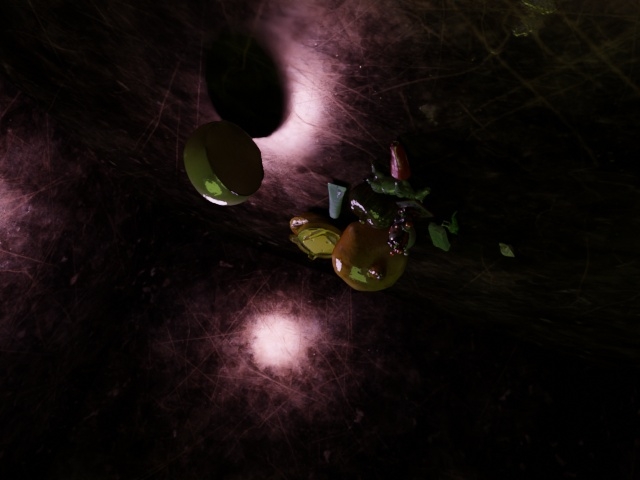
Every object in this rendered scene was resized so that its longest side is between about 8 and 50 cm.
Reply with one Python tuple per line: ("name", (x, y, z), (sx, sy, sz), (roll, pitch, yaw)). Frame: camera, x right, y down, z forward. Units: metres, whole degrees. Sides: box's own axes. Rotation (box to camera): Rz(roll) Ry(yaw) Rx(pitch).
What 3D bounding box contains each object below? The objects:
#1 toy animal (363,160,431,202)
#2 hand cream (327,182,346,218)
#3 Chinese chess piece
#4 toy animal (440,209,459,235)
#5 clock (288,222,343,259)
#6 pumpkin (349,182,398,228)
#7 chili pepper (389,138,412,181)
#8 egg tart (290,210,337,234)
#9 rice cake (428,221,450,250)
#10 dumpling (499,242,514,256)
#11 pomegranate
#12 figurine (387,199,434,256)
("toy animal", (0.287, -0.211, 1.533), (0.255, 0.089, 0.170), (22, 168, 7))
("hand cream", (0.072, -0.185, 1.943), (0.086, 0.058, 0.331), (21, 165, 7))
("Chinese chess piece", (-0.378, -0.308, 1.621), (0.141, 0.337, 0.338), (-15, 145, 33))
("toy animal", (0.550, -0.077, 1.726), (0.075, 0.041, 0.217), (16, 159, 28))
("clock", (0.002, -0.004, 2.241), (0.294, 0.071, 0.277), (-11, 138, 29))
("pumpkin", (0.217, -0.130, 1.696), (0.219, 0.162, 0.219), (39, 169, 9))
("chili pepper", (0.265, -0.284, 1.381), (0.088, 0.065, 0.168), (42, 169, 31))
("egg tart", (-0.027, -0.082, 2.309), (0.291, 0.115, 0.290), (13, 158, 5))
("rice cake", (0.552, -0.016, 1.890), (0.085, 0.040, 0.226), (33, 173, 31))
("dumpling", (0.800, 0.039, 1.749), (0.057, 0.076, 0.052), (26, 141, -30))
("pomegranate", (0.252, 0.090, 2.016), (0.411, 0.409, 0.410), (20, 164, 6))
("figurine", (0.354, -0.038, 1.759), (0.160, 0.225, 0.184), (30, 162, -32))
